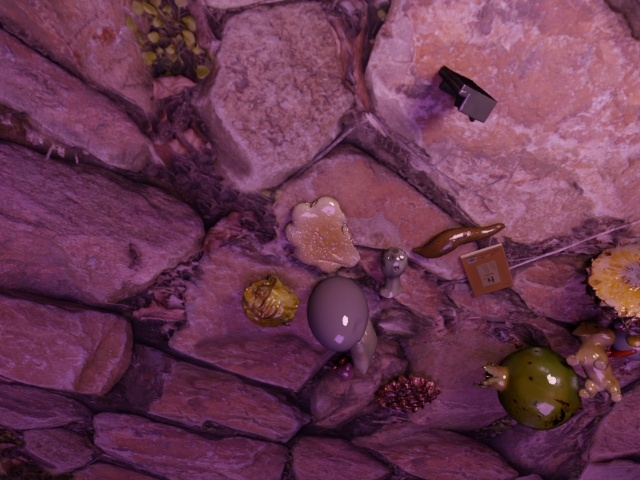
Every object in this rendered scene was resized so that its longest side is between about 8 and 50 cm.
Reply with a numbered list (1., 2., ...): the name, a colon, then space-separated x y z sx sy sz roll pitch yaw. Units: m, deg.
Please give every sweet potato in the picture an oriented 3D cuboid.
1. sweet potato: 0.367 -0.005 1.165 0.249 0.060 0.069 -21 145 13

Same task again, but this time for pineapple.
1. pineapple: 0.872 0.176 1.207 0.262 0.263 0.272 -20 137 17

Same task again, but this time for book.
1. book: 0.482 0.088 1.260 0.118 0.012 0.172 -19 125 16

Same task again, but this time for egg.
1. egg: 0.049 0.205 1.229 0.176 0.232 0.176 -1 123 -1

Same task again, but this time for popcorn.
1. popcorn: -0.142 0.189 1.276 0.173 0.142 0.174 5 130 6

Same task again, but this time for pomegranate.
1. pomegranate: 0.676 0.476 1.425 0.340 0.261 0.261 9 128 -2

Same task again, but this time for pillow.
1. pillow: 0.132 0.316 1.382 0.077 0.134 0.182 -1 129 18

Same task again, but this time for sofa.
1. sofa: 0.282 -0.292 0.880 0.085 0.147 0.060 20 122 -17

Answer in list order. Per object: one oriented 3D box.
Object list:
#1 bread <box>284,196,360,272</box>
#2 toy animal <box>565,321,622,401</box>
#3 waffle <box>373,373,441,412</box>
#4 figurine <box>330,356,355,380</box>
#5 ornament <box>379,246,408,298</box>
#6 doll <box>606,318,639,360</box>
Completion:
1. bread: 0.000 0.000 1.189 0.181 0.039 0.251 -15 127 13
2. toy animal: 0.844 0.371 1.331 0.168 0.233 0.121 -9 173 -44
3. waffle: 0.324 0.569 1.622 0.221 0.056 0.234 18 132 -14
4. figurine: 0.088 0.450 1.525 0.067 0.071 0.083 -18 151 -39
5. ornament: 0.203 0.085 1.232 0.074 0.081 0.156 -25 135 -22
6. doll: 1.019 0.271 1.326 0.200 0.105 0.336 46 118 -5
